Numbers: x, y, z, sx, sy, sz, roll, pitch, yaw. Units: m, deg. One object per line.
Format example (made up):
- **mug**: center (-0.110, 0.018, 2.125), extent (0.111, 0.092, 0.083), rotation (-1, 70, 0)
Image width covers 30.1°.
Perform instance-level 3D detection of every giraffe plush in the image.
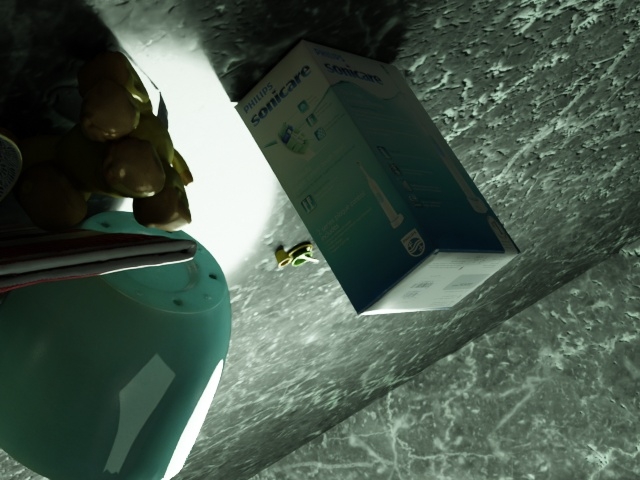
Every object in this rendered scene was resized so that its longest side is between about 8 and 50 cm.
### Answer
- **giraffe plush**: center (-0.236, -0.077, 1.177), extent (0.170, 0.181, 0.210), rotation (-22, -165, 5)

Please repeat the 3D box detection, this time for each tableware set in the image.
- **tableware set**: center (0.000, 0.000, 1.841), extent (0.154, 0.024, 0.104), rotation (-27, 159, -9)

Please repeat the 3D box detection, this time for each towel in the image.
- **towel**: center (-0.306, 0.017, 1.138), extent (0.237, 0.037, 0.329), rotation (-9, -171, -42)

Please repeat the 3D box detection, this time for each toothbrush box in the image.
- **toothbrush box**: center (0.067, -0.070, 1.375), extent (0.126, 0.295, 0.216), rotation (-40, 159, 26)

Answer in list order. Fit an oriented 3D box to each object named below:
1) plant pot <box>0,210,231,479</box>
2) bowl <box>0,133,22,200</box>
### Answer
- **plant pot**: center (-0.238, 0.110, 1.405), extent (0.293, 0.293, 0.235), rotation (-7, 136, -49)
- **bowl**: center (-0.362, -0.074, 1.065), extent (0.170, 0.080, 0.170), rotation (-28, 160, -11)
